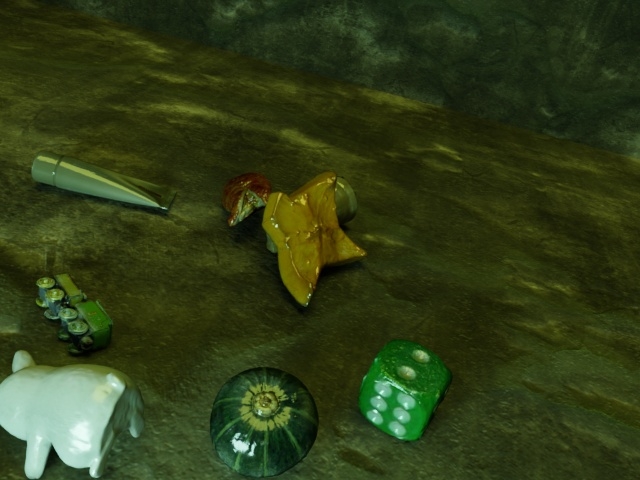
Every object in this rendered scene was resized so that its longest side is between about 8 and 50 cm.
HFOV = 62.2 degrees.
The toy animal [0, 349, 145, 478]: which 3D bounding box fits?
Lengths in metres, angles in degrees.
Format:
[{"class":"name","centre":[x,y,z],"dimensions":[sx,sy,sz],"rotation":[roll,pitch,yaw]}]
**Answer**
[{"class":"toy animal","centre":[-0.395,0.246,0.771],"dimensions":[0.283,0.138,0.140],"rotation":[-2,19,17]}]

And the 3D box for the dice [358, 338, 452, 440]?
[{"class":"dice","centre":[0.147,0.262,0.929],"dimensions":[0.131,0.128,0.120],"rotation":[28,36,19]}]

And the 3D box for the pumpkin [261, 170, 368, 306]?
[{"class":"pumpkin","centre":[-0.020,-0.012,1.241],"dimensions":[0.290,0.095,0.258],"rotation":[-29,93,-48]}]

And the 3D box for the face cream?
[{"class":"face cream","centre":[-0.554,-0.149,1.374],"dimensions":[0.341,0.084,0.137],"rotation":[15,22,-11]}]

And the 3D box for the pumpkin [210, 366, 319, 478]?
[{"class":"pumpkin","centre":[-0.086,0.279,0.818],"dimensions":[0.167,0.125,0.167],"rotation":[7,32,-5]}]

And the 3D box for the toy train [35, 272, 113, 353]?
[{"class":"toy train","centre":[-0.457,0.130,0.982],"dimensions":[0.081,0.060,0.202],"rotation":[-12,39,-45]}]

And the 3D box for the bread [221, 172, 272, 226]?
[{"class":"bread","centre":[-0.194,-0.118,1.375],"dimensions":[0.139,0.095,0.269],"rotation":[-34,17,-1]}]

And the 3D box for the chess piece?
[{"class":"chess piece","centre":[-0.036,-0.071,1.378],"dimensions":[0.137,0.137,0.301],"rotation":[32,36,28]}]
